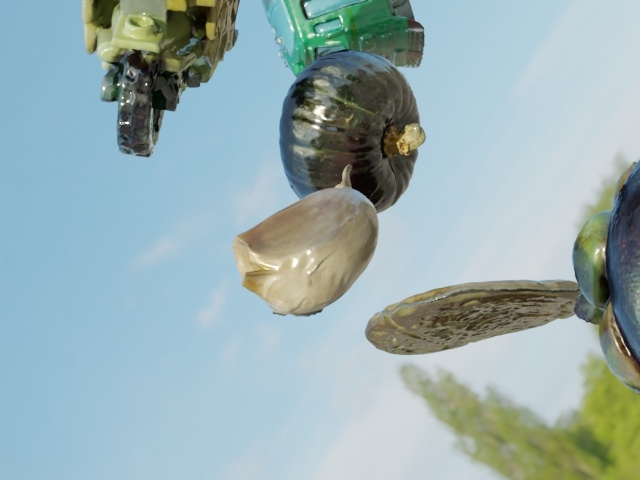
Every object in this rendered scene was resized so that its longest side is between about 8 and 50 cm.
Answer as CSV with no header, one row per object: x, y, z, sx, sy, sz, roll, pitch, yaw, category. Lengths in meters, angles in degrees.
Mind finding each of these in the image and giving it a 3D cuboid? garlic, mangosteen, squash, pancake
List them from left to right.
0.003,-0.003,1.306,0.152,0.084,0.066,-35,-14,-31,garlic
0.034,-0.116,2.002,0.193,0.156,0.193,-42,-26,-25,squash
0.174,0.084,1.950,0.250,0.250,0.031,62,-163,-72,pancake
0.380,0.034,1.597,0.300,0.300,0.300,-55,-16,-24,mangosteen

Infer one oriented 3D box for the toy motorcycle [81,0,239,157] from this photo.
-0.160,-0.269,1.887,0.410,0.168,0.237,-82,-3,-54,toy motorcycle

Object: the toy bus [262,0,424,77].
0.005,-0.387,2.484,0.199,0.343,0.183,-16,-16,-6,toy bus
